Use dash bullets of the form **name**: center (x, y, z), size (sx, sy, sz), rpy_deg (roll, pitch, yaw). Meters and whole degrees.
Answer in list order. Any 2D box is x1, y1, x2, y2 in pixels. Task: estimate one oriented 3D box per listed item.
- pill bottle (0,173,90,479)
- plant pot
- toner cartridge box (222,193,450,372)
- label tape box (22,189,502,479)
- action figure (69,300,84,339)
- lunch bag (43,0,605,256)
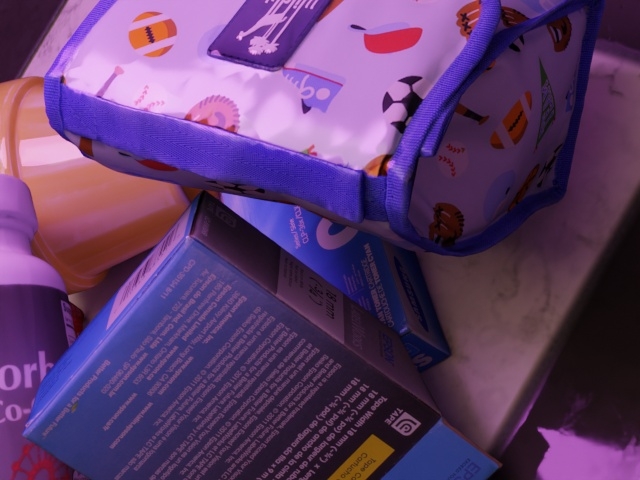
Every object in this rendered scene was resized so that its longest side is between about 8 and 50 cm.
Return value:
- **pill bottle**: center (-0.334, 0.134, 1.189), size (0.210, 0.210, 0.363), rpy_deg (-21, 74, 29)
- **plant pot**: center (-0.253, -0.076, 1.411), size (0.239, 0.254, 0.254), rpy_deg (-14, 58, 15)
- **toner cartridge box**: center (0.000, 0.000, 1.264), size (0.165, 0.075, 0.348), rpy_deg (-34, 50, 22)
- **label tape box**: center (-0.048, 0.155, 1.090), size (0.240, 0.333, 0.106), rpy_deg (-48, 16, 18)
- **action figure**: center (-0.305, 0.186, 1.376), size (0.091, 0.139, 0.280), rpy_deg (-37, 51, 20)
- **lunch bag**: center (0.016, -0.127, 1.027), size (0.327, 0.385, 0.239), rpy_deg (17, 116, 26)
